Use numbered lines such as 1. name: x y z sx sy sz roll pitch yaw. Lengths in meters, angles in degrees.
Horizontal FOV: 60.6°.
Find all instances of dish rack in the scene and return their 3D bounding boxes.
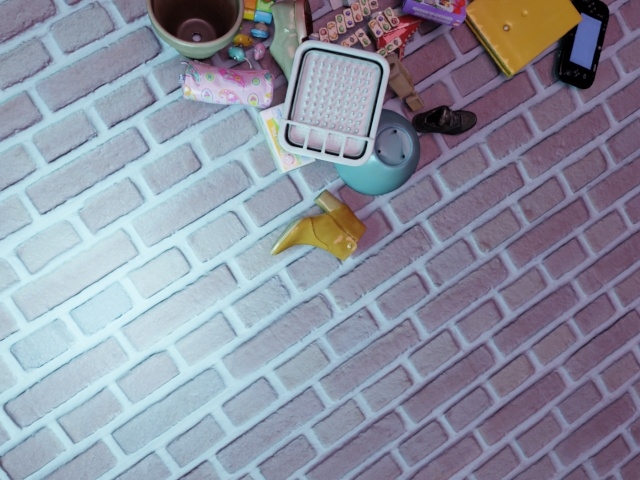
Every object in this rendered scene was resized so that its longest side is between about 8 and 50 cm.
1. dish rack: 0.041 -0.404 1.635 0.285 0.072 0.333 13 96 2

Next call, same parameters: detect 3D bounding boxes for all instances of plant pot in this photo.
1. plant pot: -0.358 -0.638 1.587 0.263 0.229 0.263 1 85 -11
2. plant pot: 0.200 -0.291 1.753 0.290 0.195 0.290 -1 93 -12

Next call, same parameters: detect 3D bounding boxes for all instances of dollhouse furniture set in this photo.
1. dollhouse furniture set: 0.230 -0.501 1.827 0.182 0.160 0.101 37 41 -44

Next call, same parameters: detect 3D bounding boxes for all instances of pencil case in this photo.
1. pencil case: -0.284 -0.476 1.676 0.284 0.124 0.124 5 92 -11

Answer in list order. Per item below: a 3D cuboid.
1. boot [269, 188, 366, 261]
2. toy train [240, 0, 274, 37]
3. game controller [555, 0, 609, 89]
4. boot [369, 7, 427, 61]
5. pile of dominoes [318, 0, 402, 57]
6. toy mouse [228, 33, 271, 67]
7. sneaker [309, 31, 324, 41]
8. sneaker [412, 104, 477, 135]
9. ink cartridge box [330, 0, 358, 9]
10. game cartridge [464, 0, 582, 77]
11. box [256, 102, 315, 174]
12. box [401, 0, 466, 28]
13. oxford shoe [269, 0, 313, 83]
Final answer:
1. boot: 0.000 -0.001 1.774 0.295 0.104 0.211 -46 101 -10
2. toy train: -0.265 -0.717 1.685 0.247 0.105 0.143 7 105 -12
3. game controller: 0.935 -0.707 1.952 0.166 0.067 0.319 13 91 -12
4. boot: 0.292 -0.676 1.811 0.244 0.088 0.176 -14 100 -7
5. pile of dominoes: 0.126 -0.648 1.737 0.251 0.040 0.196 -36 102 1
6. toy mouse: -0.224 -0.588 1.687 0.161 0.031 0.143 -2 55 -14
7. sneaker: -0.037 -0.639 1.756 0.135 0.052 0.058 1 97 -12
8. sneaker: 0.436 -0.401 1.832 0.227 0.130 0.087 -2 95 -14
9. ink cartridge box: 0.111 -0.823 1.754 0.181 0.061 0.104 -30 122 -9
10. game cartridge: 0.688 -0.767 1.878 0.323 0.052 0.285 -38 93 -5
11. box: -0.110 -0.321 1.731 0.114 0.103 0.203 -23 98 -10
12. box: 0.365 -0.837 1.769 0.200 0.057 0.293 11 66 -12
13. oxford shoe: -0.090 -0.567 1.714 0.130 0.123 0.348 3 109 12
